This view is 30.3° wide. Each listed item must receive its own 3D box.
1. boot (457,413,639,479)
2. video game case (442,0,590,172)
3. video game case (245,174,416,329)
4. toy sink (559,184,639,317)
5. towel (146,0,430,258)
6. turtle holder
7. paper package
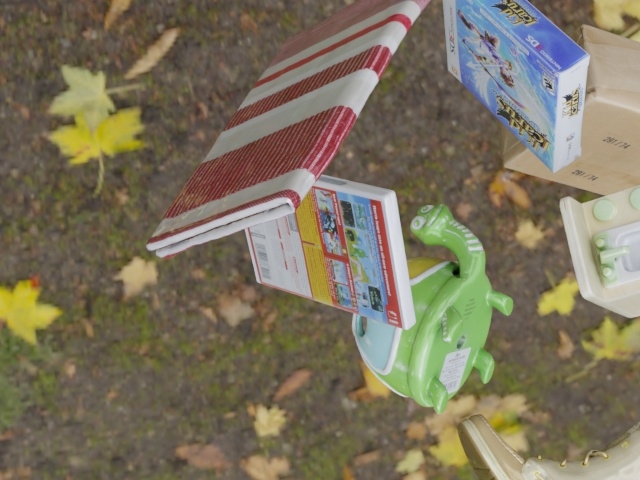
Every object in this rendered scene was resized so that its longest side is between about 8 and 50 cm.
[{"bbox_3d":[0.316,0.277,1.454,0.203,0.262,0.095,-39,167,-9],"label":"boot"},{"bbox_3d":[0.287,-0.265,1.773,0.061,0.269,0.244,-34,150,-10],"label":"video game case"},{"bbox_3d":[0.000,0.000,1.619,0.025,0.285,0.204,-35,126,-37],"label":"video game case"},{"bbox_3d":[0.459,0.011,1.711,0.131,0.152,0.234,-19,159,27],"label":"toy sink"},{"bbox_3d":[-0.021,-0.123,1.151,0.037,0.329,0.237,45,144,-21],"label":"towel"},{"bbox_3d":[0.178,0.124,2.063,0.243,0.227,0.320,-41,140,-34],"label":"turtle holder"},{"bbox_3d":[0.545,-0.235,2.256,0.325,0.168,0.309,11,152,-24],"label":"paper package"}]
